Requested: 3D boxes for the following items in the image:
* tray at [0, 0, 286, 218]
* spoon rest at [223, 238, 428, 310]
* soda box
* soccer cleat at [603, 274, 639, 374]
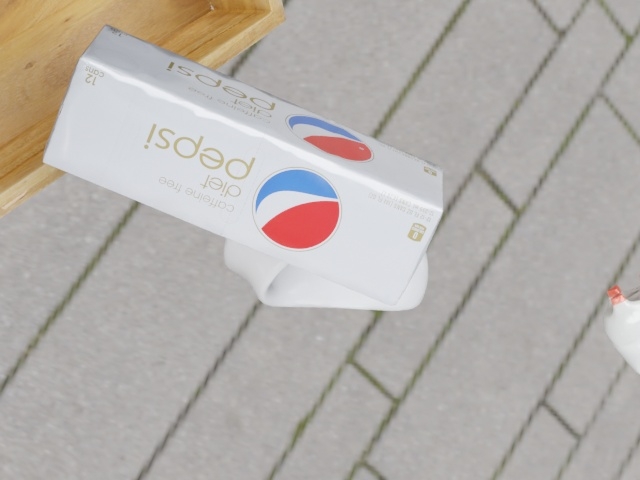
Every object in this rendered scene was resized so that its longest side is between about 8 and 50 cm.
[{"bbox_3d":[-0.192,-0.141,0.898,0.411,0.076,0.202,-41,127,-40],"label":"tray"},{"bbox_3d":[0.000,0.000,1.046,0.084,0.137,0.276,-47,166,12],"label":"spoon rest"},{"bbox_3d":[-0.040,-0.043,0.852,0.216,0.074,0.069,22,112,-5],"label":"soda box"},{"bbox_3d":[0.320,0.040,1.193,0.196,0.068,0.076,-26,98,15],"label":"soccer cleat"}]
